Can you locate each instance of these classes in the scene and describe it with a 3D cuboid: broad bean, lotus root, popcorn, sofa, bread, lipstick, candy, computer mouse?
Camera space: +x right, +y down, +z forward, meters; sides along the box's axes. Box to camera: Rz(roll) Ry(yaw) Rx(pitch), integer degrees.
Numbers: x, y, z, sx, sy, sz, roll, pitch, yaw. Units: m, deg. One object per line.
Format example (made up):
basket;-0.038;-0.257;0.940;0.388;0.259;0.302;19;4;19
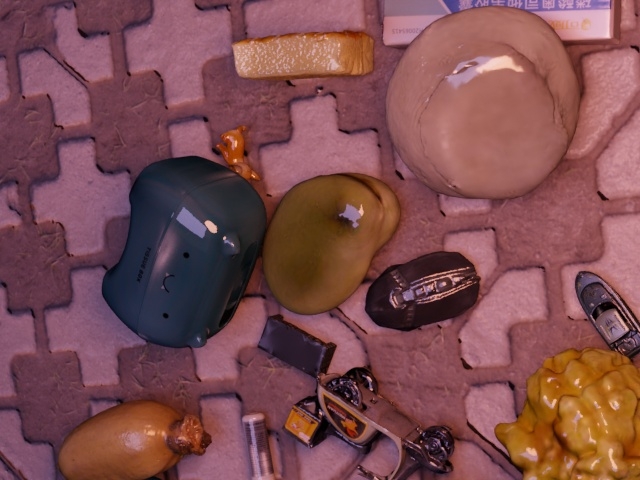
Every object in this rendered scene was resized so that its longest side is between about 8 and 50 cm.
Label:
broad bean;0.000;0.000;1.841;0.189;0.121;0.263;49;114;18
lotus root;-0.326;0.339;2.006;0.303;0.146;0.130;-20;87;29
popcorn;0.376;0.286;1.634;0.258;0.224;0.270;31;116;39
sofa;-0.038;0.169;1.916;0.118;0.039;0.060;26;106;21
bread;-0.027;-0.282;1.826;0.188;0.125;0.068;0;96;26
lipstick;-0.100;0.353;1.959;0.040;0.040;0.141;-8;90;26
candy;0.225;-0.192;1.667;0.296;0.185;0.295;4;120;7
computer mouse;0.146;0.080;1.809;0.192;0.062;0.105;-19;86;27

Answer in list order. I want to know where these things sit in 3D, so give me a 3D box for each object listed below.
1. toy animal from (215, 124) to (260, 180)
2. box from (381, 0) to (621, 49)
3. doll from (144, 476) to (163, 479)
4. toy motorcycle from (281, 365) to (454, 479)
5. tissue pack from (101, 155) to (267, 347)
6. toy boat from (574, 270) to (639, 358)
toy animal;-0.128;-0.134;1.926;0.081;0.060;0.083;-42;68;23
box;0.257;-0.380;1.717;0.343;0.065;0.200;3;96;25
doll;-0.312;0.449;2.038;0.152;0.114;0.085;-13;56;20
toy motorcycle;0.083;0.301;1.843;0.263;0.091;0.157;32;111;19
tissue pack;-0.203;0.027;1.886;0.206;0.198;0.287;34;117;21
toy boat;0.407;0.102;1.691;0.055;0.060;0.141;-39;75;24
